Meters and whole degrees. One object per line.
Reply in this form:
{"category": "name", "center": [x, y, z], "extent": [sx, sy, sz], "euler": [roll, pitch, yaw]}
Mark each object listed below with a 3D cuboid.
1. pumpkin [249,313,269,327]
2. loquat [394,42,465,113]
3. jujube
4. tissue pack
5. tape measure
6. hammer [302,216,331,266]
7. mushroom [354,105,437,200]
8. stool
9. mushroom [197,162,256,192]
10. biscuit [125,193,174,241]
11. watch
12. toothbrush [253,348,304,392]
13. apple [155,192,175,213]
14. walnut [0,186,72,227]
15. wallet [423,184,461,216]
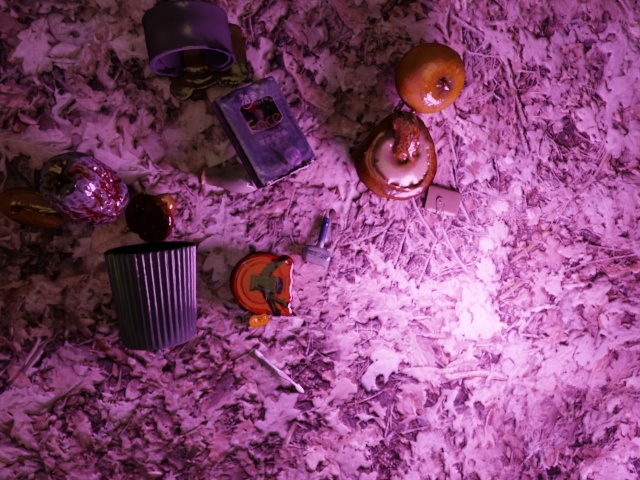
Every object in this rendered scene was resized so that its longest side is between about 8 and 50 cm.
{"category": "pumpkin", "center": [-0.240, 0.311, 1.750], "extent": [0.083, 0.028, 0.050], "euler": [-6, 92, -19]}
{"category": "loquat", "center": [0.414, -0.618, 1.715], "extent": [0.262, 0.263, 0.263], "euler": [-1, 93, -11]}
{"category": "jujube", "center": [-0.778, -0.168, 1.488], "extent": [0.225, 0.317, 0.226], "euler": [0, 84, -1]}
{"category": "tissue pack", "center": [-0.206, -0.393, 1.653], "extent": [0.259, 0.122, 0.362], "euler": [-30, 96, -25]}
{"category": "tape measure", "center": [-0.215, 0.168, 1.704], "extent": [0.260, 0.114, 0.253], "euler": [3, 92, -11]}
{"category": "hammer", "center": [0.000, 0.000, 1.767], "extent": [0.116, 0.069, 0.194], "euler": [17, 82, -10]}
{"category": "mushroom", "center": [0.292, -0.320, 1.701], "extent": [0.345, 0.259, 0.346], "euler": [0, 92, -10]}
{"category": "stool", "center": [-0.570, 0.183, 1.559], "extent": [0.297, 0.297, 0.330], "euler": [-5, 98, -10]}
{"category": "mushroom", "center": [-0.342, -0.230, 1.680], "extent": [0.225, 0.093, 0.116], "euler": [-5, 75, -1]}
{"category": "biscuit", "center": [-0.618, -0.081, 1.616], "extent": [0.191, 0.049, 0.192], "euler": [5, 115, 12]}
{"category": "watch", "center": [-0.415, -0.670, 1.518], "extent": [0.334, 0.327, 0.314], "euler": [-9, 95, -11]}
{"category": "toothbrush", "center": [-0.166, 0.518, 1.775], "extent": [0.269, 0.027, 0.021], "euler": [44, 50, -10]}
{"category": "apple", "center": [-0.573, -0.132, 1.644], "extent": [0.083, 0.071, 0.084], "euler": [-1, 94, -10]}
{"category": "walnut", "center": [-0.982, -0.111, 1.545], "extent": [0.245, 0.137, 0.137], "euler": [16, 90, -20]}
{"category": "wallet", "center": [0.506, -0.163, 1.862], "extent": [0.152, 0.039, 0.118], "euler": [12, 89, -12]}
